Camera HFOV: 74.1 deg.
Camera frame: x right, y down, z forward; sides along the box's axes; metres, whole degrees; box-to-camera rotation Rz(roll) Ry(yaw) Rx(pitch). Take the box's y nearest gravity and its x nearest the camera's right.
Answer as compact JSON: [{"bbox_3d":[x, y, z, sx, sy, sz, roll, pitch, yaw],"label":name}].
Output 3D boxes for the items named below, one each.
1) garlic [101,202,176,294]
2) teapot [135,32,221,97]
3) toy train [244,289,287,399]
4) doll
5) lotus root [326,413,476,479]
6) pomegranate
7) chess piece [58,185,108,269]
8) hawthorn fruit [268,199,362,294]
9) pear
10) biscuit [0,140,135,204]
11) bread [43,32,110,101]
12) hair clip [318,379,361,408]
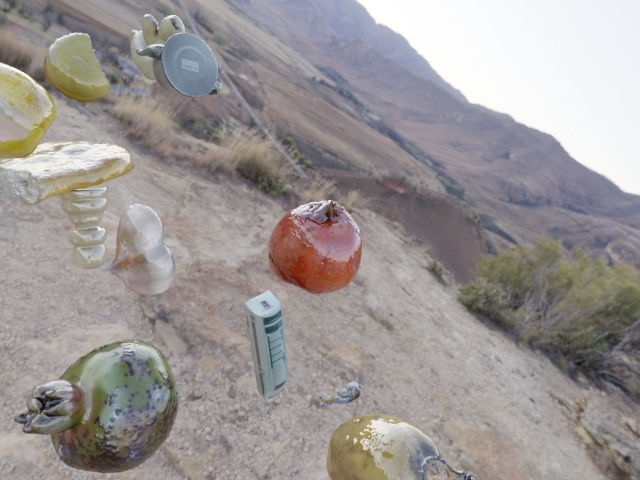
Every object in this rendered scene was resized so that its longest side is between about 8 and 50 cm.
[{"bbox_3d":[-0.341,0.016,0.808,0.124,0.175,0.099,4,23,18],"label":"garlic"},{"bbox_3d":[-0.390,-0.475,1.193,0.149,0.163,0.239,10,-5,44],"label":"teapot"},{"bbox_3d":[-0.140,0.334,1.216,0.086,0.407,0.088,-26,40,-32],"label":"toy train"},{"bbox_3d":[-0.482,-0.611,1.344,0.278,0.175,0.149,1,20,41],"label":"doll"},{"bbox_3d":[0.097,0.308,0.578,0.118,0.125,0.220,31,-24,-34],"label":"lotus root"},{"bbox_3d":[-0.469,0.352,0.892,0.285,0.285,0.340,47,3,25],"label":"pomegranate"},{"bbox_3d":[-0.850,-0.044,1.544,0.166,0.300,0.167,2,12,0],"label":"chess piece"},{"bbox_3d":[0.000,0.000,1.194,0.275,0.307,0.276,14,44,-14],"label":"hawthorn fruit"},{"bbox_3d":[-0.592,-0.242,0.778,0.178,0.178,0.178,31,22,-14],"label":"pear"},{"bbox_3d":[-0.784,-0.226,1.243,0.429,0.104,0.446,13,28,27],"label":"biscuit"},{"bbox_3d":[-0.583,-0.410,1.008,0.125,0.086,0.156,-17,85,-37],"label":"bread"},{"bbox_3d":[0.070,0.513,1.417,0.116,0.172,0.049,34,34,-52],"label":"hair clip"}]
